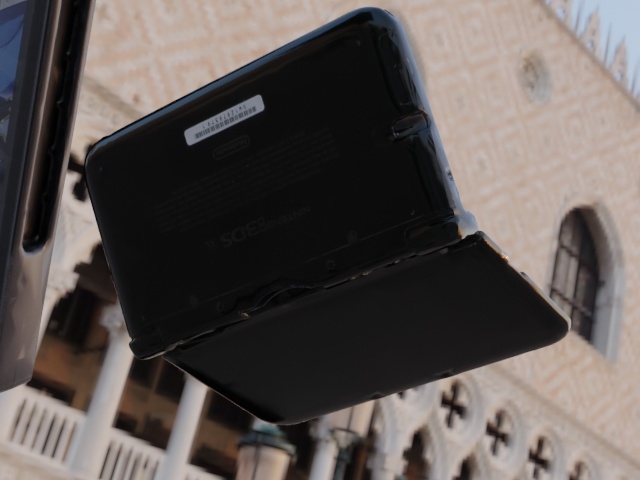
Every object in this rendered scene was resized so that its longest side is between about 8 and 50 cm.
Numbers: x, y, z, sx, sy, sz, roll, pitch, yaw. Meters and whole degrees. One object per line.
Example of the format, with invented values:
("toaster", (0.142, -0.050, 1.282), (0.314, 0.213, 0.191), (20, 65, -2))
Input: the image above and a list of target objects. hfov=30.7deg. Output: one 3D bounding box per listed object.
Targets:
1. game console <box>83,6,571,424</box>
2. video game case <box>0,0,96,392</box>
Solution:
("game console", (0.000, 0.000, 0.373), (0.122, 0.107, 0.071), (-22, -9, 29))
("video game case", (-0.224, -0.094, 0.516), (0.274, 0.248, 0.035), (19, 16, 23))
